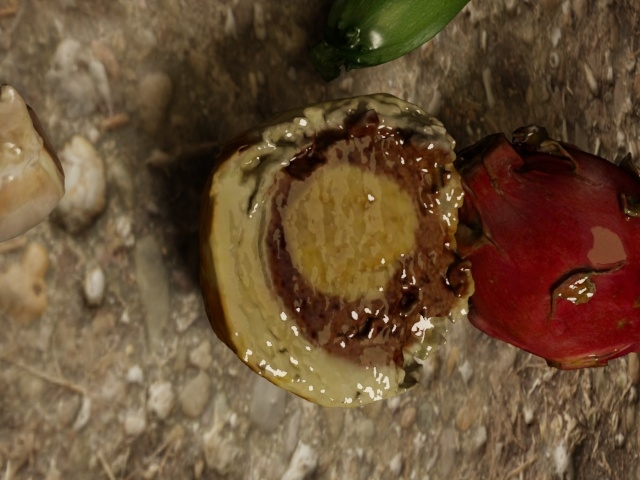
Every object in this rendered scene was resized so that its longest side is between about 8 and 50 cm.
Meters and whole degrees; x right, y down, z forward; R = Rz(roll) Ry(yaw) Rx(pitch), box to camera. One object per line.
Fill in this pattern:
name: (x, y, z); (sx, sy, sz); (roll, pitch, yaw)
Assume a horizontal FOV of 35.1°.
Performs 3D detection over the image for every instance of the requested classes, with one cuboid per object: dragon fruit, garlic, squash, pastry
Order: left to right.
garlic: (-0.249, -0.044, 0.676); (0.174, 0.099, 0.124); (-32, 130, -37)
pastry: (-0.005, 0.009, 0.875); (0.237, 0.170, 0.255); (-16, 105, -25)
squash: (0.110, -0.269, 1.042); (0.379, 0.101, 0.101); (-43, 118, -36)
dragon fruit: (0.266, 0.016, 1.096); (0.250, 0.250, 0.315); (-46, 127, -36)
